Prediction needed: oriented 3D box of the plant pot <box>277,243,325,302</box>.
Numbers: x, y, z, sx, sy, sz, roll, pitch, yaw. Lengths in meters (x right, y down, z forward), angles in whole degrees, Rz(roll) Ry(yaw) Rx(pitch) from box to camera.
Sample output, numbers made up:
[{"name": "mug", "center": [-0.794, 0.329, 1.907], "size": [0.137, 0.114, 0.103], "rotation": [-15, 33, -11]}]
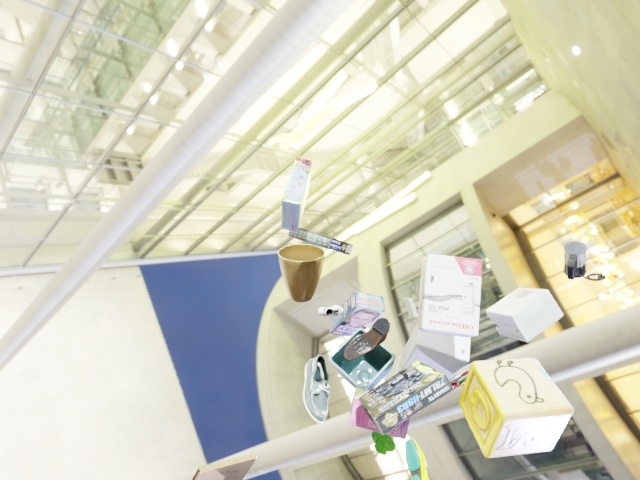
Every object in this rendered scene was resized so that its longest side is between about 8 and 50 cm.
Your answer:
[{"name": "plant pot", "center": [-0.096, 0.175, 2.118], "size": [0.237, 0.237, 0.254], "rotation": [-40, -46, -59]}]

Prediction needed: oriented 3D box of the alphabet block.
[{"name": "alphabet block", "center": [0.533, 0.464, 1.164], "size": [0.197, 0.193, 0.192], "rotation": [-2, -150, -9]}]

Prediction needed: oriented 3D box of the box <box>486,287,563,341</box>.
[{"name": "box", "center": [0.773, 0.277, 1.586], "size": [0.119, 0.182, 0.181], "rotation": [58, 172, 0]}]

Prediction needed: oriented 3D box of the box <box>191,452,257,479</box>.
[{"name": "box", "center": [-0.332, 0.784, 1.390], "size": [0.201, 0.164, 0.021], "rotation": [5, -144, -37]}]

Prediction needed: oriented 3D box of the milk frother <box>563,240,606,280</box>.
[{"name": "milk frother", "center": [1.074, 0.092, 1.694], "size": [0.134, 0.143, 0.129], "rotation": [67, -148, -33]}]

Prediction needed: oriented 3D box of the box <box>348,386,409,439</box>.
[{"name": "box", "center": [0.256, 0.754, 1.831], "size": [0.213, 0.243, 0.117], "rotation": [57, -135, -80]}]

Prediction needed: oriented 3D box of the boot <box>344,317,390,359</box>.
[{"name": "boot", "center": [0.184, 0.398, 1.592], "size": [0.082, 0.219, 0.106], "rotation": [42, 158, 35]}]

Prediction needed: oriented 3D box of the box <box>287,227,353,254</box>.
[{"name": "box", "center": [0.000, 0.000, 1.742], "size": [0.175, 0.220, 0.051], "rotation": [19, -92, -54]}]

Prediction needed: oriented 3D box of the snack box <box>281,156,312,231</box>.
[{"name": "snack box", "center": [-0.086, -0.163, 1.495], "size": [0.070, 0.174, 0.207], "rotation": [13, -122, 2]}]

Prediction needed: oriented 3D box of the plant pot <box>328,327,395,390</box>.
[{"name": "plant pot", "center": [0.224, 0.663, 2.177], "size": [0.248, 0.247, 0.252], "rotation": [35, 154, 32]}]

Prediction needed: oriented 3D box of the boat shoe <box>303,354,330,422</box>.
[{"name": "boat shoe", "center": [-0.008, 0.666, 1.900], "size": [0.116, 0.099, 0.319], "rotation": [26, -150, -23]}]

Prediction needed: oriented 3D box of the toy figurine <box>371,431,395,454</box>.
[{"name": "toy figurine", "center": [0.344, 0.949, 2.061], "size": [0.130, 0.173, 0.159], "rotation": [24, -144, 28]}]

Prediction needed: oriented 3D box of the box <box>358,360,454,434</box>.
[{"name": "box", "center": [0.304, 0.569, 1.541], "size": [0.073, 0.296, 0.293], "rotation": [60, 171, 2]}]

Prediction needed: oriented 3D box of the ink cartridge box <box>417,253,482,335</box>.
[{"name": "ink cartridge box", "center": [0.484, 0.207, 1.558], "size": [0.117, 0.207, 0.283], "rotation": [75, -157, -76]}]

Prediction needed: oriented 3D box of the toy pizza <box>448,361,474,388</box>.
[{"name": "toy pizza", "center": [0.590, 0.581, 1.743], "size": [0.201, 0.201, 0.032], "rotation": [16, -149, -47]}]

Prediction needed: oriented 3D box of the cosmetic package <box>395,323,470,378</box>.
[{"name": "cosmetic package", "center": [0.512, 0.554, 1.945], "size": [0.230, 0.453, 0.161], "rotation": [17, -129, 7]}]

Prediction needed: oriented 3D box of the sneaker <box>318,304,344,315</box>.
[{"name": "sneaker", "center": [0.046, 0.261, 1.522], "size": [0.109, 0.044, 0.040], "rotation": [-2, -90, -37]}]

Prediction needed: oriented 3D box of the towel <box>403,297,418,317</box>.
[{"name": "towel", "center": [0.531, 0.392, 2.447], "size": [0.152, 0.023, 0.113], "rotation": [114, 140, -84]}]

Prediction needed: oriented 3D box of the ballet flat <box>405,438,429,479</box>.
[{"name": "ballet flat", "center": [0.376, 0.875, 1.568], "size": [0.077, 0.077, 0.231], "rotation": [19, -133, -28]}]

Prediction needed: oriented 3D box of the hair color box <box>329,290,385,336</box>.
[{"name": "hair color box", "center": [0.194, 0.414, 2.295], "size": [0.174, 0.347, 0.105], "rotation": [13, -129, -18]}]
